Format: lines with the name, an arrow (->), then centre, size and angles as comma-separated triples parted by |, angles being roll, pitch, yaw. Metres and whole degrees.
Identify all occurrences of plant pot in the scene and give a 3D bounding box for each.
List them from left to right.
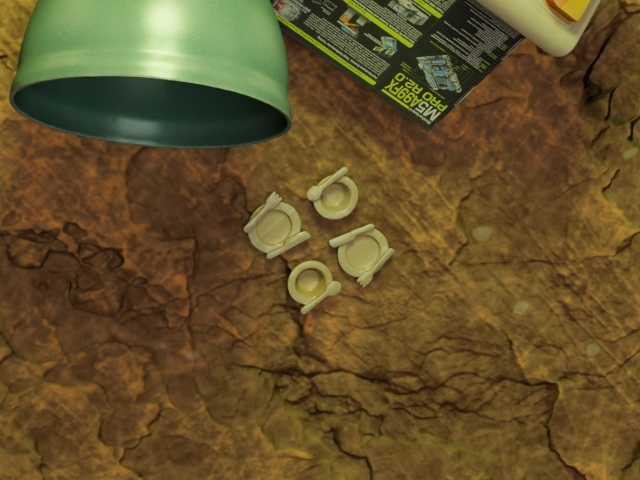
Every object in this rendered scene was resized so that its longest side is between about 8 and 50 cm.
plant pot -> -0.170, -0.224, 1.840 | 0.293, 0.293, 0.196 | 7, 79, -18

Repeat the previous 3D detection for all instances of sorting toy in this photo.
sorting toy -> 0.250, -0.328, 1.885 | 0.193, 0.038, 0.208 | 32, 90, -29

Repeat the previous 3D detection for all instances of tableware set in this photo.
tableware set -> 0.000, 0.000, 2.082 | 0.141, 0.020, 0.168 | -33, 113, -4

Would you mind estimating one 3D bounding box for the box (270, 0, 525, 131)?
box -> 0.090, -0.273, 1.953 | 0.270, 0.060, 0.216 | 32, 122, -22
